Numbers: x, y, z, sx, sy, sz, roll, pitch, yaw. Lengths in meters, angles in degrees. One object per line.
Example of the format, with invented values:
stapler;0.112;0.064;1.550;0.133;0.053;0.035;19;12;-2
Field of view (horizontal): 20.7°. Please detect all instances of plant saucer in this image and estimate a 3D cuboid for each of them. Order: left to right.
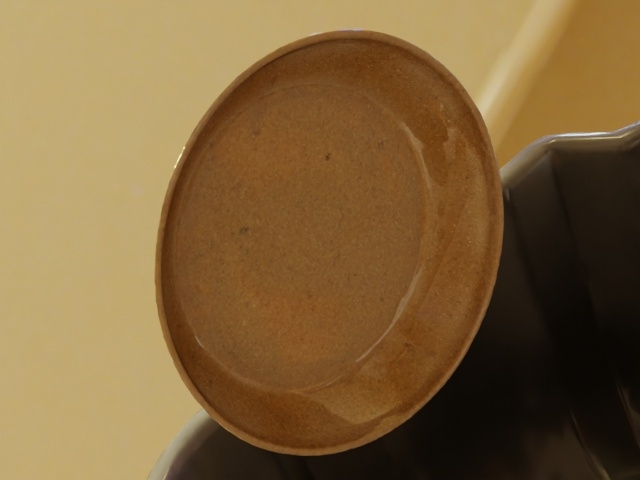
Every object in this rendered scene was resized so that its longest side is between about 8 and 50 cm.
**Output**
plant saucer;0.000;0.000;0.343;0.015;0.083;0.083;16;71;52

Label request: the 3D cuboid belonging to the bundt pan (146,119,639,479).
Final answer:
bundt pan;0.121;0.096;0.459;0.331;0.331;0.124;-56;-41;-44
